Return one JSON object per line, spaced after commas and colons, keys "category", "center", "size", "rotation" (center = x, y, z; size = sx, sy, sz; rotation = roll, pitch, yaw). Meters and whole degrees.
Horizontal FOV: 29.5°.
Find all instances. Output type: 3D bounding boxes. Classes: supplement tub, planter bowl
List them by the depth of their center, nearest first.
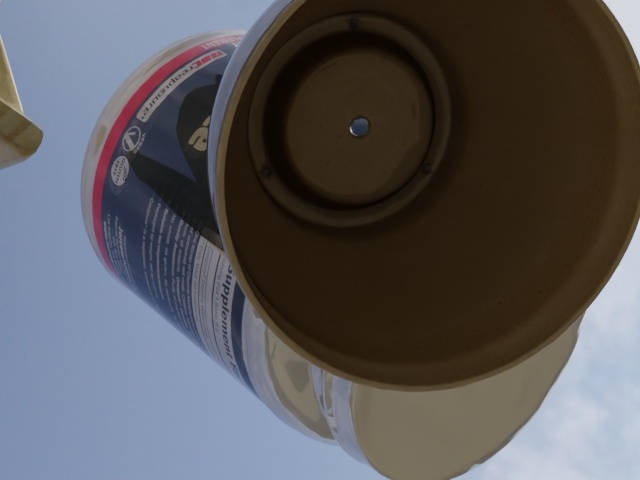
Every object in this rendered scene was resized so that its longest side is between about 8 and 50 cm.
{"category": "planter bowl", "center": [0.027, -0.036, 0.467], "size": [0.162, 0.109, 0.162], "rotation": [-5, -74, -17]}
{"category": "supplement tub", "center": [0.000, 0.000, 0.711], "size": [0.191, 0.272, 0.191], "rotation": [-21, -54, -32]}

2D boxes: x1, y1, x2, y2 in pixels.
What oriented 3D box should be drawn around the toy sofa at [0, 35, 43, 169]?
{"category": "toy sofa", "center": [-0.185, -0.216, 0.620], "size": [0.177, 0.150, 0.362], "rotation": [36, -120, -34]}
